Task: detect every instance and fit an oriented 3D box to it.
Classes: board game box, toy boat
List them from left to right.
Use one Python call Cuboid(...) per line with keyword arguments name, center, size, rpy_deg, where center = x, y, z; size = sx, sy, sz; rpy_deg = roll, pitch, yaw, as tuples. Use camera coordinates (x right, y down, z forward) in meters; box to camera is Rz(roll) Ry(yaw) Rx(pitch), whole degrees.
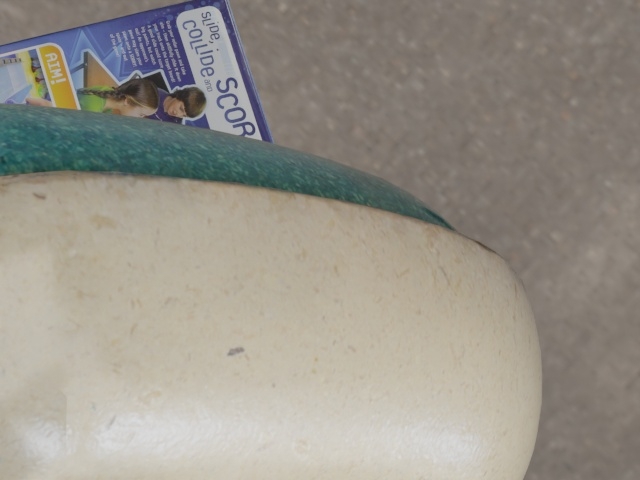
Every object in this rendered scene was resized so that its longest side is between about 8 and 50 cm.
Cuboid(name="board game box", center=(-0.084, -0.017, 0.918), size=(0.136, 0.201, 0.035), rpy_deg=(-15, 167, -12))
Cuboid(name="toy boat", center=(0.000, 0.000, 0.443), size=(0.318, 0.148, 0.267), rpy_deg=(-30, 152, 25))
